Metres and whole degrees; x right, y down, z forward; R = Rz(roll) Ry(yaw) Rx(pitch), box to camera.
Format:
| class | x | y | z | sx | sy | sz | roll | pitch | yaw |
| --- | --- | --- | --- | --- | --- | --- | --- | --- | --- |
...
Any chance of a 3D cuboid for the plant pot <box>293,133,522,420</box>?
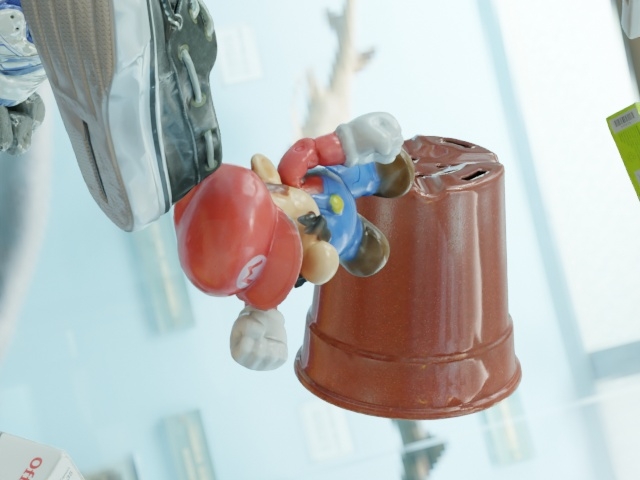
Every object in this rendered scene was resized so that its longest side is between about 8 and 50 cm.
| class | x | y | z | sx | sy | sz | roll | pitch | yaw |
| --- | --- | --- | --- | --- | --- | --- | --- | --- | --- |
| plant pot | 0.105 | 0.029 | 1.994 | 0.272 | 0.272 | 0.265 | -133 | -140 | -61 |

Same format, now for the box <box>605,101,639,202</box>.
| class | x | y | z | sx | sy | sz | roll | pitch | yaw |
| --- | --- | --- | --- | --- | --- | --- | --- | --- | --- |
| box | 0.363 | -0.081 | 1.758 | 0.042 | 0.178 | 0.109 | -28 | -105 | 32 |

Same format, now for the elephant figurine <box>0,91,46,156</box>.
| class | x | y | z | sx | sy | sz | roll | pitch | yaw |
| --- | --- | --- | --- | --- | --- | --- | --- | --- | --- |
| elephant figurine | -0.466 | -0.177 | 2.060 | 0.169 | 0.239 | 0.186 | -32 | 126 | -67 |

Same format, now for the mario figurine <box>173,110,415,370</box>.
| class | x | y | z | sx | sy | sz | roll | pitch | yaw |
| --- | --- | --- | --- | --- | --- | --- | --- | --- | --- |
| mario figurine | 0.000 | 0.000 | 1.545 | 0.320 | 0.170 | 0.198 | -19 | 93 | -61 |

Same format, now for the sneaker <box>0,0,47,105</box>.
| class | x | y | z | sx | sy | sz | roll | pitch | yaw |
| --- | --- | --- | --- | --- | --- | --- | --- | --- | --- |
| sneaker | -0.328 | -0.203 | 1.498 | 0.131 | 0.296 | 0.111 | -35 | -108 | 27 |

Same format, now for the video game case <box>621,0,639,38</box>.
| class | x | y | z | sx | sy | sz | roll | pitch | yaw |
| --- | --- | --- | --- | --- | --- | --- | --- | --- | --- |
| video game case | 0.391 | -0.281 | 1.585 | 0.206 | 0.227 | 0.026 | 73 | -3 | -64 |

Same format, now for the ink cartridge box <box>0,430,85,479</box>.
| class | x | y | z | sx | sy | sz | roll | pitch | yaw |
| --- | --- | --- | --- | --- | --- | --- | --- | --- | --- |
| ink cartridge box | -0.480 | 0.360 | 2.300 | 0.283 | 0.207 | 0.117 | 12 | -36 | 29 |

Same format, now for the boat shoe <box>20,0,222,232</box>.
| class | x | y | z | sx | sy | sz | roll | pitch | yaw |
| --- | --- | --- | --- | --- | --- | --- | --- | --- | --- |
| boat shoe | -0.140 | -0.150 | 1.290 | 0.121 | 0.119 | 0.335 | 41 | -26 | 26 |
